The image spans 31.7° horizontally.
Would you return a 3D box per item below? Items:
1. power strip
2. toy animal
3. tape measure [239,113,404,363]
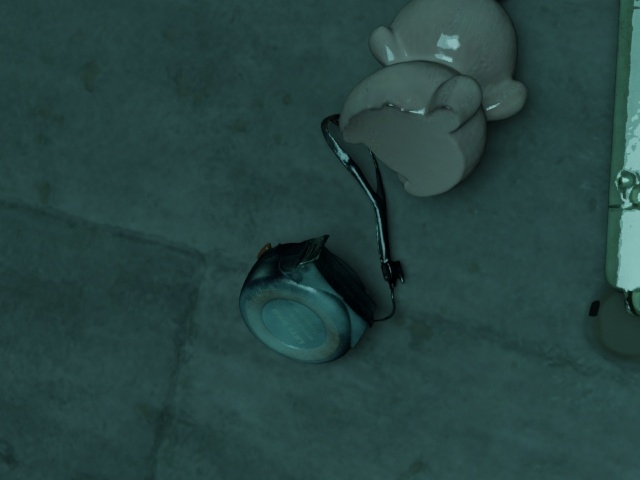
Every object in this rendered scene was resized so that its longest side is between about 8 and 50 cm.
[{"bbox_3d":[0.251,-0.051,0.791,0.093,0.053,0.288,3,91,19],"label":"power strip"},{"bbox_3d":[0.102,-0.141,0.833,0.124,0.124,0.213,17,63,19],"label":"toy animal"},{"bbox_3d":[0.003,0.002,0.891,0.107,0.104,0.180,-19,47,41],"label":"tape measure"}]
